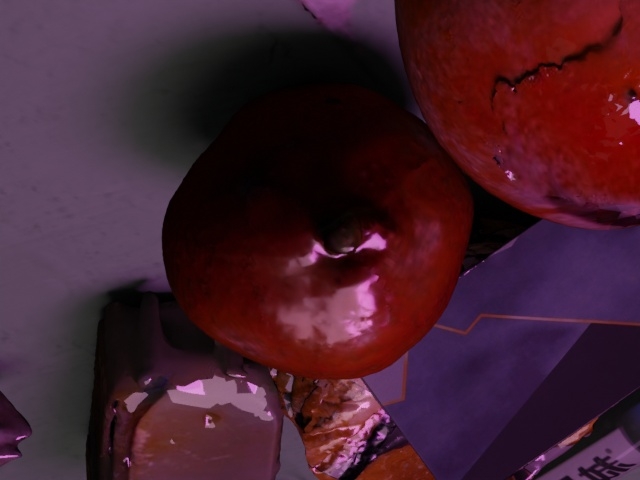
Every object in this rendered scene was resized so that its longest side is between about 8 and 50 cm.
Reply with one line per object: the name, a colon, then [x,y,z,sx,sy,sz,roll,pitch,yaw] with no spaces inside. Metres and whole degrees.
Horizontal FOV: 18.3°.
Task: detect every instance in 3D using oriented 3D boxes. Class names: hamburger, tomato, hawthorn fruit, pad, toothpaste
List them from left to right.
hawthorn fruit: [0.000,0.000,1.052,0.169,0.169,0.188,2,-169,-7]
hamburger: [0.082,0.073,1.241,0.231,0.107,0.231,-11,128,-15]
pad: [0.149,0.048,1.177,0.243,0.004,0.163,-35,128,2]
tomato: [0.136,-0.100,0.871,0.208,0.184,0.208,0,151,0]
toothpaste: [0.244,0.116,1.417,0.099,0.061,0.392,16,145,-26]

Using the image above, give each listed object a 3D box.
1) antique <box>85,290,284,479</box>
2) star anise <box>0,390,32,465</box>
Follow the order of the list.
antique: [-0.094,0.136,1.378,0.125,0.150,0.284,-1,144,-10]
star anise: [-0.326,0.135,1.383,0.229,0.093,0.236,-17,150,24]
